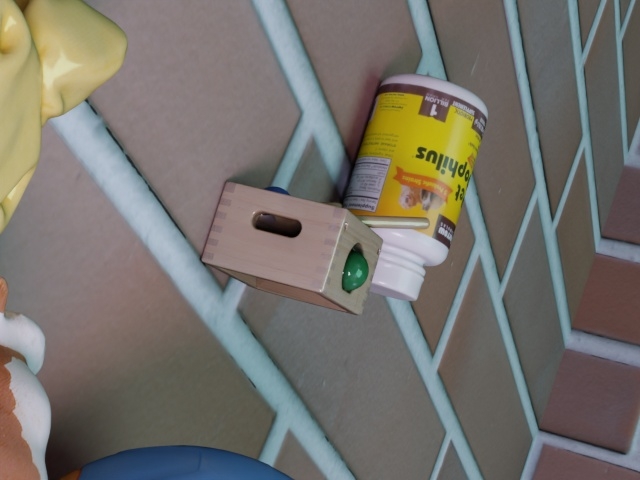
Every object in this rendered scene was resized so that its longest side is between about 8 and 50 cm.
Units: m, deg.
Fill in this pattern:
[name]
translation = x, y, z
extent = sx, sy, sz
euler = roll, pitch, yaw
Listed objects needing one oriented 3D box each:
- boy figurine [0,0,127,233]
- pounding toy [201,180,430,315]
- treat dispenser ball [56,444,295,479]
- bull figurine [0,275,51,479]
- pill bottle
[boy figurine]
translation = -0.195, -0.063, 0.609
extent = 0.285, 0.092, 0.177
euler = -54, 152, -46
[pounding toy]
translation = 0.000, 0.000, 1.057
extent = 0.130, 0.141, 0.100
euler = 35, 70, -67
[treat dispenser ball]
translation = -0.095, 0.276, 0.798
extent = 0.288, 0.288, 0.288
euler = 14, 90, -68
[bull figurine]
translation = -0.189, 0.154, 0.555
extent = 0.188, 0.310, 0.101
euler = -14, 149, -18
[pill bottle]
translation = 0.088, -0.052, 1.273
extent = 0.117, 0.117, 0.215
euler = 37, 68, -67
